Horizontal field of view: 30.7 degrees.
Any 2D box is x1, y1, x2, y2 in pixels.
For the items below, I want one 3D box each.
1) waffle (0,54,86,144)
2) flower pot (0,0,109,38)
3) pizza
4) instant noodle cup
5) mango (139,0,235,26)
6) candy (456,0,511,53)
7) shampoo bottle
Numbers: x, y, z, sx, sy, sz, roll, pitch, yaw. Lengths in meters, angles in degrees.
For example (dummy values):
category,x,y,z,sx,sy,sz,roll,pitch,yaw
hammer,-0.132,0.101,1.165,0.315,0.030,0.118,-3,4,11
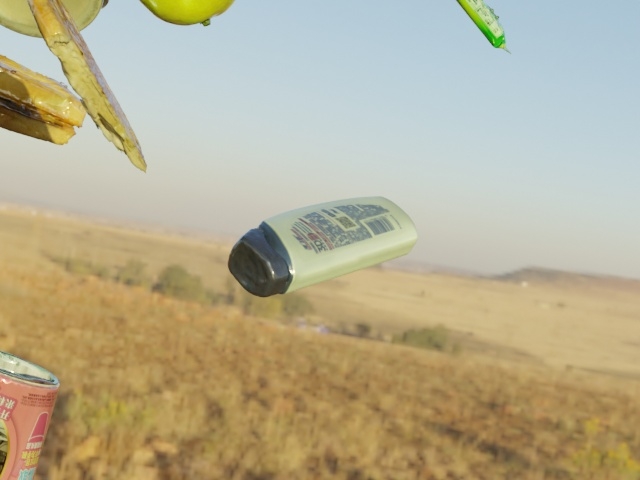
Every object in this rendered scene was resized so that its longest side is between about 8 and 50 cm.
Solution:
category,x,y,z,sx,sy,sz,roll,pitch,yaw
waffle,-0.545,-0.256,1.838,0.328,0.098,0.224,23,9,-33
flower pot,-0.448,-0.481,1.921,0.308,0.244,0.307,1,-42,1
pizza,-0.261,-0.182,1.295,0.034,0.262,0.181,-29,39,-3
instant noodle cup,-0.505,0.297,1.721,0.244,0.255,0.244,23,-1,0
mango,-0.195,-0.444,1.721,0.185,0.272,0.149,13,-27,-26
candy,0.238,-0.366,1.814,0.178,0.032,0.102,50,20,-13
shampoo bottle,0.000,0.000,1.823,0.359,0.078,0.134,-16,55,-48
